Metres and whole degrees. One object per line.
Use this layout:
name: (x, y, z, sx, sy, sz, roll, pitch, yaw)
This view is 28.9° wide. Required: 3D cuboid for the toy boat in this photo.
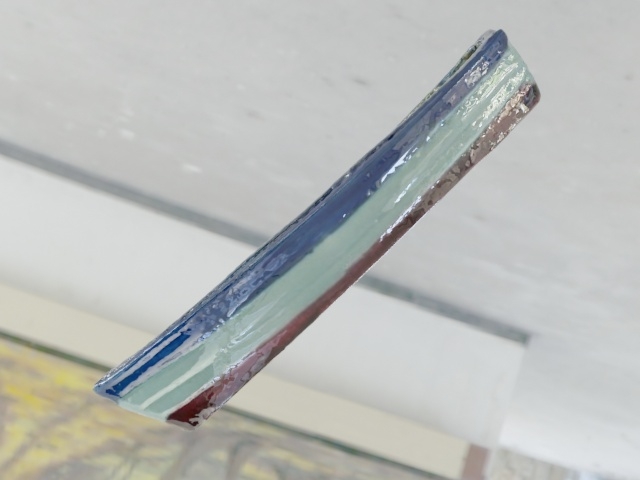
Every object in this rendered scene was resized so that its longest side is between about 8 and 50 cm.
toy boat: (0.000, 0.000, 0.528, 0.046, 0.229, 0.080, 46, 180, -4)
